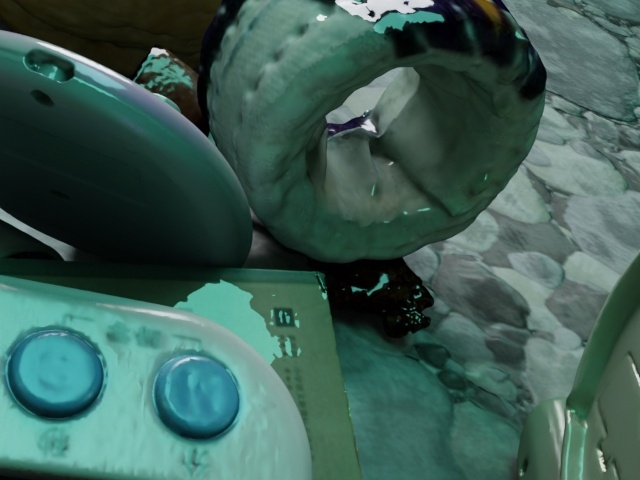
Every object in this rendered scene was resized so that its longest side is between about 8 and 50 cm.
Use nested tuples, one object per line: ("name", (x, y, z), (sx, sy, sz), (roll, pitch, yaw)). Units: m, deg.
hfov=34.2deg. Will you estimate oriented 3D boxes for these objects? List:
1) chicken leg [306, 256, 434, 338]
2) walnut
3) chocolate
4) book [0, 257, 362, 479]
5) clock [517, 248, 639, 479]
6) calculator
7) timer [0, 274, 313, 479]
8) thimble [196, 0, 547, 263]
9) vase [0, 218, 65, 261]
("chicken leg", (0.006, 0.000, 0.805), (0.089, 0.048, 0.219), (-13, 46, -46))
("walnut", (-0.171, -0.295, 0.915), (0.332, 0.333, 0.333), (16, 33, -11))
("chocolate", (-0.124, -0.085, 0.799), (0.080, 0.125, 0.149), (34, 26, -13))
("book", (-0.112, 0.107, 0.527), (0.282, 0.025, 0.215), (2, 64, -26))
("clock", (0.215, 0.098, 0.534), (0.108, 0.324, 0.265), (18, 32, -7))
("calculator", (-0.128, -0.032, 0.603), (0.185, 0.299, 0.041), (21, 72, 3))
("timer", (-0.133, 0.133, 0.434), (0.262, 0.087, 0.237), (12, 59, -19))
("thimble", (0.037, -0.096, 0.728), (0.237, 0.237, 0.150), (1, 43, -30))
("vase", (-0.258, -0.013, 0.631), (0.219, 0.096, 0.096), (36, 35, 25))
